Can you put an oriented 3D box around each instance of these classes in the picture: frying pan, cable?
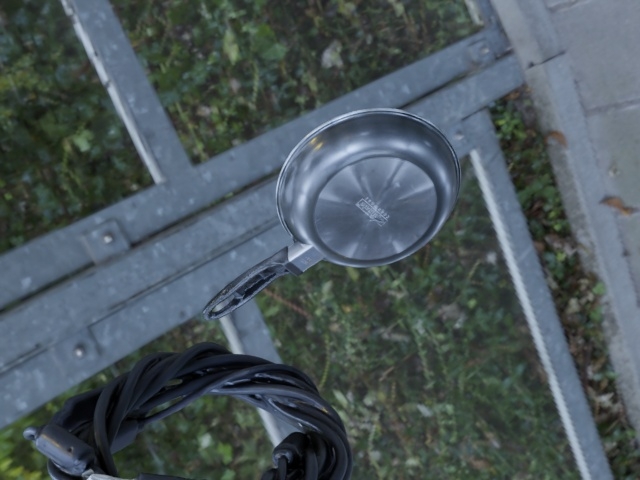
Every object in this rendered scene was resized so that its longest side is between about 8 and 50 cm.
[{"bbox_3d":[-0.007,-0.022,0.926,0.053,0.326,0.197,-105,-7,-52],"label":"frying pan"},{"bbox_3d":[-0.056,0.106,0.490,0.151,0.184,0.047,19,110,39],"label":"cable"}]
